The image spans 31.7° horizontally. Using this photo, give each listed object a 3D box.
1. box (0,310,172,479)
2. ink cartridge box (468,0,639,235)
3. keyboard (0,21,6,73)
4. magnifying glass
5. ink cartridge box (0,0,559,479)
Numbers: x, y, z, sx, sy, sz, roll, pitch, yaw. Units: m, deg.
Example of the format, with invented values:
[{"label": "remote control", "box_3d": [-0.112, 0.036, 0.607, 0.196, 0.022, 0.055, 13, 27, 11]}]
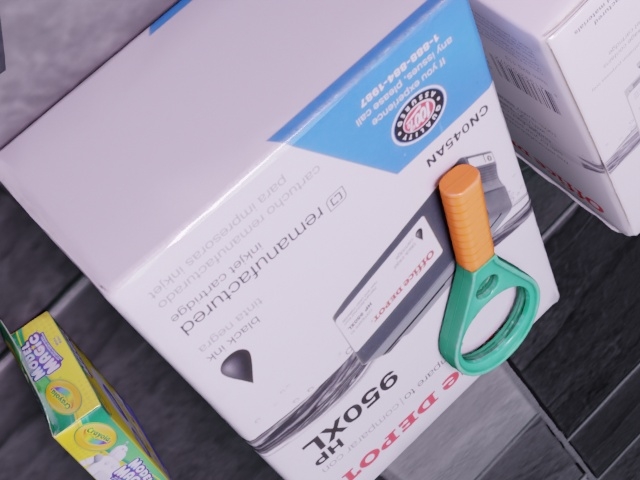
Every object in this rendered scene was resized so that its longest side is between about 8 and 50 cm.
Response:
[{"label": "box", "box_3d": [-0.172, 0.128, 0.837, 0.043, 0.105, 0.179, -35, 142, -6]}, {"label": "ink cartridge box", "box_3d": [0.170, -0.154, 0.840, 0.117, 0.207, 0.283, -45, 144, -1]}, {"label": "keyboard", "box_3d": [-0.291, -0.018, 0.579, 0.317, 0.033, 0.201, -41, 170, -27]}, {"label": "magnifying glass", "box_3d": [0.118, 0.026, 0.824, 0.092, 0.026, 0.231, -39, 142, -13]}, {"label": "ink cartridge box", "box_3d": [0.000, 0.000, 0.842, 0.285, 0.166, 0.395, -42, 143, -8]}]
